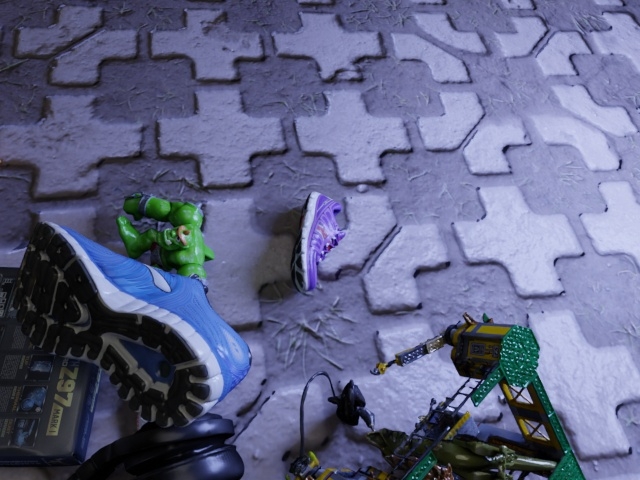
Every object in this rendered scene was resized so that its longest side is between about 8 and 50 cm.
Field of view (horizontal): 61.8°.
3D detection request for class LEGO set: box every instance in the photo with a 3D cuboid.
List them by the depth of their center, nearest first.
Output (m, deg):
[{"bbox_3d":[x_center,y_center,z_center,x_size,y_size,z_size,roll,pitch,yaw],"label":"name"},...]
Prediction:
[{"bbox_3d":[0.101,0.238,0.562,0.331,0.192,0.255,-45,109,-27],"label":"LEGO set"}]

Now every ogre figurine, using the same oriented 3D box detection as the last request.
[{"bbox_3d":[-0.214,0.016,0.731,0.118,0.097,0.197,-12,45,4],"label":"ogre figurine"}]

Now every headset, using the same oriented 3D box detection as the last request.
[{"bbox_3d":[-0.108,0.290,0.579,0.394,0.185,0.243,-38,71,-10],"label":"headset"}]

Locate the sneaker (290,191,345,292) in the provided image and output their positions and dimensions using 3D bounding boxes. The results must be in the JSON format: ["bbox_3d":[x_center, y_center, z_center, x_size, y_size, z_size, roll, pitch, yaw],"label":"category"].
[{"bbox_3d":[0.000,0.000,0.788,0.071,0.068,0.170,16,57,-6],"label":"sneaker"}]

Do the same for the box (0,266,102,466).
[{"bbox_3d":[-0.361,0.145,0.644,0.183,0.059,0.233,2,58,-8],"label":"box"}]

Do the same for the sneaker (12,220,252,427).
[{"bbox_3d":[-0.219,0.085,0.618,0.330,0.147,0.130,31,101,21],"label":"sneaker"}]

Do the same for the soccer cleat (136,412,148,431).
[{"bbox_3d":[-0.206,0.198,0.650,0.029,0.036,0.083,7,58,-5],"label":"soccer cleat"}]
